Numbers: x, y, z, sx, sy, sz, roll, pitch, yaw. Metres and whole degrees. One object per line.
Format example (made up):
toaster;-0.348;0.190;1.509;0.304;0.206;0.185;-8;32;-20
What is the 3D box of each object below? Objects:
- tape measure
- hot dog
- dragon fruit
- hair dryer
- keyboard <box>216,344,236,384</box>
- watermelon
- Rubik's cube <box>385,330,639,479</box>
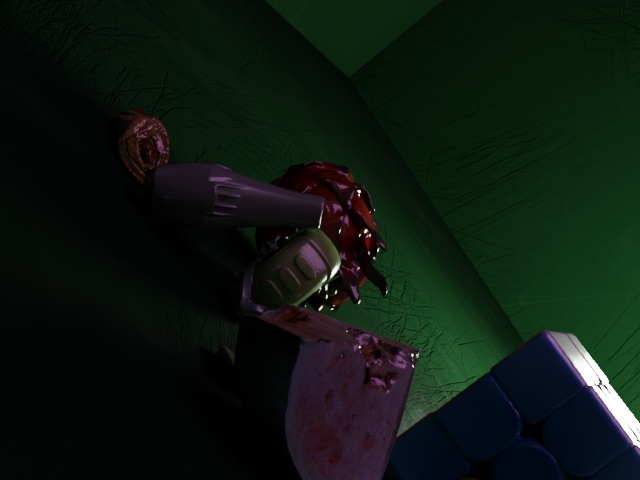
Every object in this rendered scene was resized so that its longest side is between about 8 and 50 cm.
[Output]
tape measure;-0.049;0.044;1.979;0.087;0.154;0.177;54;16;-8
hot dog;-0.234;-0.135;2.016;0.078;0.061;0.169;41;15;-35
dragon fruit;0.000;0.000;2.205;0.193;0.192;0.274;20;35;-26
hair dryer;-0.097;-0.053;1.996;0.229;0.092;0.267;9;4;11
keyboard;-0.066;0.180;1.813;0.166;0.017;0.055;41;11;-43
watermelon;-0.017;0.178;1.738;0.175;0.188;0.322;19;-1;37
Rubik's cube;0.301;0.321;2.105;0.290;0.291;0.291;53;11;13
